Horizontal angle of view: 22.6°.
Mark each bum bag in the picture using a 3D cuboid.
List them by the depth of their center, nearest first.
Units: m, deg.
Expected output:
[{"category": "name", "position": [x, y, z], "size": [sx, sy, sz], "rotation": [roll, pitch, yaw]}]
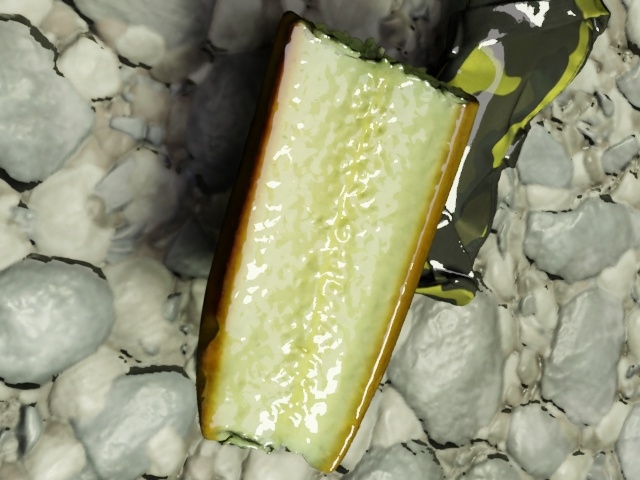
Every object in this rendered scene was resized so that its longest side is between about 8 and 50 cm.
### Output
[{"category": "bum bag", "position": [0.099, -0.074, 0.989], "size": [0.106, 0.060, 0.233], "rotation": [23, 96, -30]}]

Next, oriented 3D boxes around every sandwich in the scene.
[{"category": "sandwich", "position": [0.000, 0.000, 0.909], "size": [0.122, 0.128, 0.236], "rotation": [19, 97, 0]}]
